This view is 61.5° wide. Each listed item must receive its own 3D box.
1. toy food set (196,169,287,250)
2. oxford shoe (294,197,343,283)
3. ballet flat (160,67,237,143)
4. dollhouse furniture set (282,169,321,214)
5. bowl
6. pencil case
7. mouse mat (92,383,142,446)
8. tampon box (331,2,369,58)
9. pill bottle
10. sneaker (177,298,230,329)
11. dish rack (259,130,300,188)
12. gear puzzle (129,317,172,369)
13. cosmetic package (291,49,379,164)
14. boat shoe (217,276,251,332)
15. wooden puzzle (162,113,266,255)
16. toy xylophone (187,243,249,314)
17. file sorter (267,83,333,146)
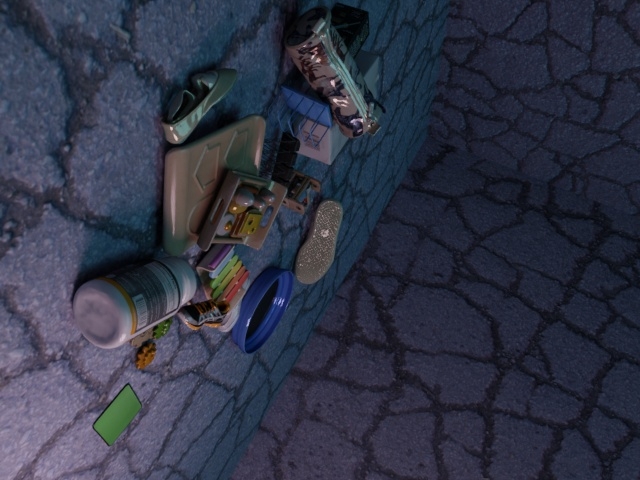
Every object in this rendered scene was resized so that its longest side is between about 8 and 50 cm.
[{"bbox_3d":[-0.209,-0.071,1.533,0.220,0.092,0.306,-64,160,9],"label":"toy food set"},{"bbox_3d":[0.000,0.000,2.507,0.130,0.169,0.449,-84,-168,-69],"label":"oxford shoe"},{"bbox_3d":[-0.283,-0.333,1.244,0.248,0.086,0.086,-58,163,-20],"label":"ballet flat"},{"bbox_3d":[-0.080,-0.151,2.044,0.129,0.129,0.184,-57,162,-25],"label":"dollhouse furniture set"},{"bbox_3d":[-0.244,0.291,2.285,0.391,0.077,0.391,-55,161,-30],"label":"bowl"},{"bbox_3d":[0.047,-0.495,1.617,0.160,0.183,0.410,-52,134,-12],"label":"pencil case"},{"bbox_3d":[-0.606,0.526,1.617,0.152,0.007,0.190,-54,160,-34],"label":"mouse mat"},{"bbox_3d":[0.073,-0.673,1.768,0.161,0.120,0.101,-60,163,-16],"label":"tampon box"},{"bbox_3d":[-0.435,0.135,1.297,0.278,0.162,0.162,-31,143,-64],"label":"pill bottle"},{"bbox_3d":[-0.358,0.217,1.653,0.083,0.084,0.215,-47,161,12],"label":"sneaker"},{"bbox_3d":[-0.177,-0.234,1.699,0.271,0.074,0.208,-18,130,-53],"label":"dish rack"},{"bbox_3d":[-0.466,0.231,1.547,0.339,0.044,0.175,-68,164,13],"label":"gear puzzle"},{"bbox_3d":[0.061,-0.494,1.945,0.385,0.156,0.217,-58,163,-26],"label":"cosmetic package"},{"bbox_3d":[-0.326,0.214,1.935,0.076,0.083,0.226,51,53,-60],"label":"boat shoe"},{"bbox_3d":[-0.298,-0.162,1.451,0.348,0.080,0.322,-38,149,-48],"label":"wooden puzzle"},{"bbox_3d":[-0.338,0.143,1.755,0.236,0.081,0.323,-58,162,-21],"label":"toy xylophone"},{"bbox_3d":[-0.065,-0.385,1.680,0.104,0.170,0.118,-57,163,-13],"label":"file sorter"}]
